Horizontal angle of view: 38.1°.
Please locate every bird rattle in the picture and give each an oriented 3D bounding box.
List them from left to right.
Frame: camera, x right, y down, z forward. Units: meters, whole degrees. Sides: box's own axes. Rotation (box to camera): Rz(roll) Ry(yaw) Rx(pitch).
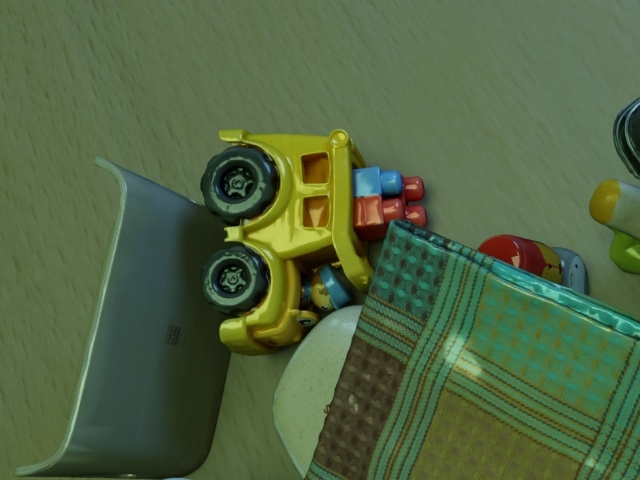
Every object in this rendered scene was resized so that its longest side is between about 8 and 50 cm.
[{"bbox_3d":[0.316,0.011,0.711,0.253,0.207,0.143,41,115,40],"label":"bird rattle"}]

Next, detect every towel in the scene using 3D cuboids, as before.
[{"bbox_3d":[0.160,0.170,0.653,0.370,0.040,0.272,26,106,31],"label":"towel"}]

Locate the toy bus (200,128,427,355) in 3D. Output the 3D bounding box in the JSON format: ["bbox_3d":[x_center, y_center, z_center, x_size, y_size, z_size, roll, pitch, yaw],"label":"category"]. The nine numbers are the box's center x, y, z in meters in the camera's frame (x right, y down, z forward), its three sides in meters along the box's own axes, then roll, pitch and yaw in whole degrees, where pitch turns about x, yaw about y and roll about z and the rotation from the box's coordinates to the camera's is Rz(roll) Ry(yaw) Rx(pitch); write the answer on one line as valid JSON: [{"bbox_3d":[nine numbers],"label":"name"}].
[{"bbox_3d":[0.000,0.000,0.924,0.211,0.149,0.220,-3,76,11],"label":"toy bus"}]

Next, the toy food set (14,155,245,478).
[{"bbox_3d":[-0.186,0.090,0.939,0.092,0.219,0.306,5,78,29],"label":"toy food set"}]

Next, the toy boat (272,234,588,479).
[{"bbox_3d":[0.114,0.131,0.825,0.318,0.148,0.267,-53,53,14],"label":"toy boat"}]

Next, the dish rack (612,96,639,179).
[{"bbox_3d":[0.344,-0.022,0.600,0.208,0.074,0.272,-33,87,-19],"label":"dish rack"}]

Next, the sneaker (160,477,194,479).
[{"bbox_3d":[-0.005,0.298,0.724,0.366,0.210,0.137,39,56,12],"label":"sneaker"}]
